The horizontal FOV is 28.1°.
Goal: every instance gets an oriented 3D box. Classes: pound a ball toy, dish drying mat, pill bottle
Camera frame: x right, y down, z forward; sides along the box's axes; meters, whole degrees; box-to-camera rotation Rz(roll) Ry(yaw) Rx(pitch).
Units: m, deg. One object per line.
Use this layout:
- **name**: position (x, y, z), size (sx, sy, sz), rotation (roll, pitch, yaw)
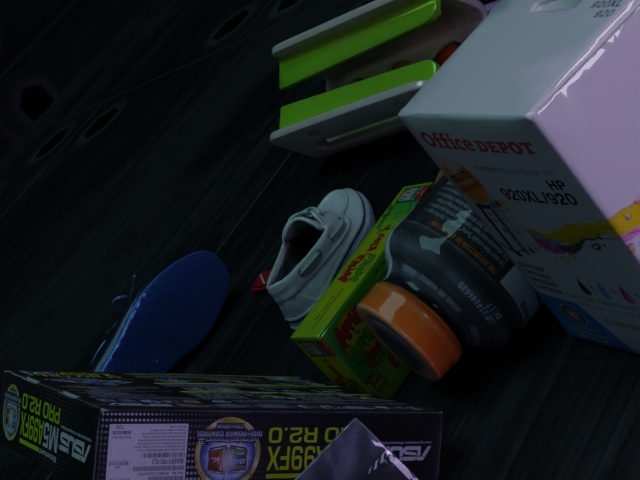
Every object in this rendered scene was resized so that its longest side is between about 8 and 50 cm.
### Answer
- **pound a ball toy**: position (0.087, -0.229, 1.473), size (0.319, 0.135, 0.208), rotation (-15, 69, 47)
- **dish drying mat**: position (-0.042, 0.038, 1.395), size (0.083, 0.008, 0.032), rotation (-18, 30, 44)
- **pill bottle**: position (0.140, -0.004, 1.016), size (0.246, 0.130, 0.130), rotation (-46, 23, -13)

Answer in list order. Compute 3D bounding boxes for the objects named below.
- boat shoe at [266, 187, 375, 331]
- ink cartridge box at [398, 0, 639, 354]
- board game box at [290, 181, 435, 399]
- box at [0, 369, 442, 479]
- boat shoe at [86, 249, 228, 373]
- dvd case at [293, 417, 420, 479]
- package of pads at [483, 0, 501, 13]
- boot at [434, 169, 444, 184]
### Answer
- **boat shoe**: position (0.000, 0.000, 1.307), size (0.083, 0.076, 0.226), rotation (-30, 25, 25)
- **ink cartridge box**: position (0.208, -0.057, 0.871), size (0.168, 0.233, 0.171), rotation (-46, 22, -14)
- **board game box**: position (0.063, 0.047, 1.097), size (0.043, 0.092, 0.181), rotation (-8, 39, 55)
- **box**: position (-0.078, 0.140, 0.956), size (0.216, 0.270, 0.060), rotation (2, 88, 59)
- **boat shoe**: position (-0.205, 0.110, 1.397), size (0.258, 0.109, 0.089), rotation (-49, 20, -25)
- **dvd case**: position (0.003, 0.241, 0.759), size (0.221, 0.164, 0.018), rotation (-45, -10, -10)
- **package of pads**: position (0.192, -0.248, 1.519), size (0.050, 0.032, 0.083), rotation (-9, 38, 50)
- **boot**: position (0.190, -0.092, 1.185), size (0.197, 0.073, 0.152), rotation (-44, 18, -15)
